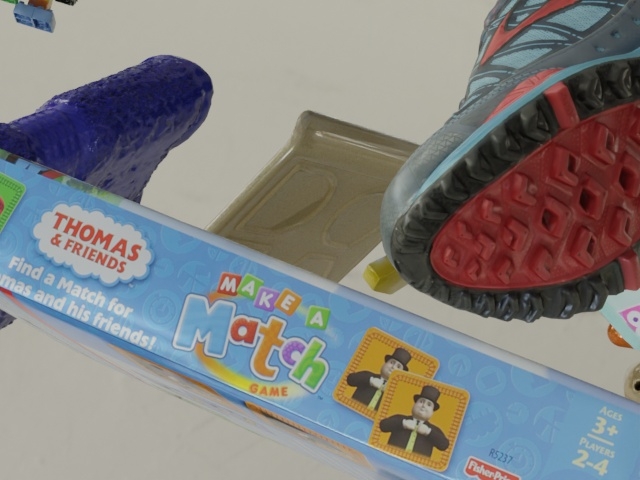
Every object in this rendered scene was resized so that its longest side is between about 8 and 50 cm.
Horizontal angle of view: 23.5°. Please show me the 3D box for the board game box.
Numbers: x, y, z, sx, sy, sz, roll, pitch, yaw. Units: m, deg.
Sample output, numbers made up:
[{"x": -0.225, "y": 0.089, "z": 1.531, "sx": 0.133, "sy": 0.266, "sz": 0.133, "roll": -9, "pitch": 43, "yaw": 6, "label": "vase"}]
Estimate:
[{"x": -0.003, "y": 0.040, "z": 0.443, "sx": 0.212, "sy": 0.039, "sz": 0.160, "roll": 22, "pitch": 170, "yaw": 18, "label": "board game box"}]

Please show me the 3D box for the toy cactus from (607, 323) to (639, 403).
[{"x": 0.244, "y": 0.117, "z": 1.122, "sx": 0.112, "sy": 0.218, "sz": 0.180, "roll": 10, "pitch": -177, "yaw": 0, "label": "toy cactus"}]

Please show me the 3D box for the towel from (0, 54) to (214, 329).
[{"x": -0.223, "y": -0.005, "z": 0.931, "sx": 0.076, "sy": 0.227, "sz": 0.308, "roll": 48, "pitch": -137, "yaw": 12, "label": "towel"}]

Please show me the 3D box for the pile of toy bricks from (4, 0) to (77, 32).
[{"x": -0.226, "y": -0.238, "z": 1.166, "sx": 0.118, "sy": 0.105, "sz": 0.212, "roll": 16, "pitch": 171, "yaw": -3, "label": "pile of toy bricks"}]

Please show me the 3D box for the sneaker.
[{"x": 0.111, "y": -0.058, "z": 0.662, "sx": 0.262, "sy": 0.104, "sz": 0.125, "roll": -36, "pitch": -147, "yaw": -28, "label": "sneaker"}]

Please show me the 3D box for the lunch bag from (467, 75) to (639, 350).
[{"x": 0.232, "y": -0.084, "z": 1.004, "sx": 0.160, "sy": 0.223, "sz": 0.262, "roll": 17, "pitch": -140, "yaw": -29, "label": "lunch bag"}]

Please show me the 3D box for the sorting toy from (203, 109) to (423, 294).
[{"x": 0.000, "y": 0.000, "z": 1.285, "sx": 0.307, "sy": 0.229, "sz": 0.041, "roll": 11, "pitch": -144, "yaw": -55, "label": "sorting toy"}]
